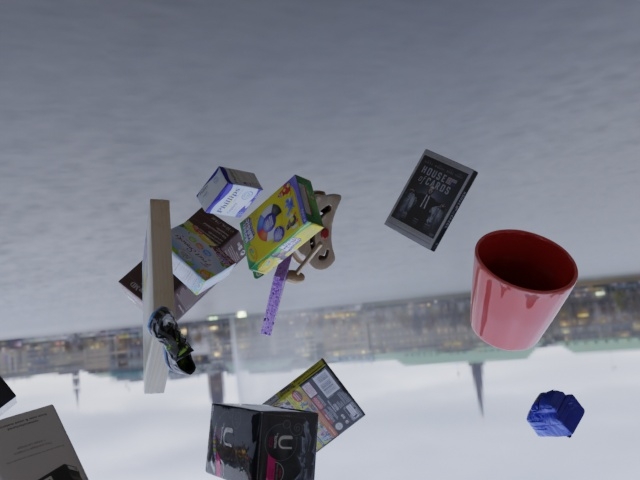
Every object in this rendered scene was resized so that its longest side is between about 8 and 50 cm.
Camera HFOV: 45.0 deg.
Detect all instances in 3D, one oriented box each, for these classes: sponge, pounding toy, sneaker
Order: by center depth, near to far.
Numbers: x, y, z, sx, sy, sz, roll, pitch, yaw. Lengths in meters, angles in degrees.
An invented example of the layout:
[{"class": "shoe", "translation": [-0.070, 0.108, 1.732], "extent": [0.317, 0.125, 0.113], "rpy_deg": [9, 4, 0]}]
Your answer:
[{"class": "sneaker", "translation": [-0.308, 0.213, 1.638], "extent": [0.078, 0.188, 0.067], "rpy_deg": [16, -134, 36]}, {"class": "sponge", "translation": [-0.110, 0.128, 1.928], "extent": [0.031, 0.117, 0.210], "rpy_deg": [15, 129, -1]}, {"class": "pounding toy", "translation": [0.000, 0.000, 2.058], "extent": [0.155, 0.269, 0.154], "rpy_deg": [15, 174, 44]}]

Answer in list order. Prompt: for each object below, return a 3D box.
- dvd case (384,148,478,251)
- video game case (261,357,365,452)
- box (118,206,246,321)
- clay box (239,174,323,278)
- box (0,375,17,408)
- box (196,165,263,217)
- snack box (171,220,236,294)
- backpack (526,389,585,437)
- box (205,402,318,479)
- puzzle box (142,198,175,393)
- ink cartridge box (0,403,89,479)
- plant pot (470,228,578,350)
[{"class": "dvd case", "translation": [0.294, -0.110, 2.071], "extent": [0.179, 0.238, 0.029], "rpy_deg": [32, -174, 42]}, {"class": "video game case", "translation": [-0.026, 0.514, 2.312], "extent": [0.248, 0.275, 0.035], "rpy_deg": [-37, -145, -5]}, {"class": "box", "translation": [-0.440, 0.085, 2.508], "extent": [0.191, 0.381, 0.143], "rpy_deg": [31, 157, 31]}, {"class": "clay box", "translation": [-0.096, -0.024, 1.648], "extent": [0.053, 0.127, 0.222], "rpy_deg": [20, 133, -42]}, {"class": "box", "translation": [-0.841, 0.409, 1.901], "extent": [0.158, 0.093, 0.156], "rpy_deg": [-39, 179, -27]}, {"class": "box", "translation": [-0.258, -0.136, 2.200], "extent": [0.137, 0.072, 0.126], "rpy_deg": [7, 134, -47]}, {"class": "snack box", "translation": [-0.386, 0.049, 2.333], "extent": [0.070, 0.207, 0.174], "rpy_deg": [-55, 169, 29]}, {"class": "backpack", "translation": [0.562, 0.418, 1.879], "extent": [0.098, 0.101, 0.120], "rpy_deg": [-39, -176, -34]}, {"class": "box", "translation": [-0.134, 0.449, 1.702], "extent": [0.143, 0.165, 0.270], "rpy_deg": [9, 168, -30]}, {"class": "puzzle box", "translation": [-0.403, 0.133, 1.906], "extent": [0.052, 0.409, 0.272], "rpy_deg": [2, 141, -16]}, {"class": "ink cartridge box", "translation": [-0.566, 0.588, 1.578], "extent": [0.166, 0.395, 0.285], "rpy_deg": [-12, 141, -38]}, {"class": "plant pot", "translation": [0.522, 0.143, 2.067], "extent": [0.275, 0.243, 0.275], "rpy_deg": [4, -144, -3]}]
